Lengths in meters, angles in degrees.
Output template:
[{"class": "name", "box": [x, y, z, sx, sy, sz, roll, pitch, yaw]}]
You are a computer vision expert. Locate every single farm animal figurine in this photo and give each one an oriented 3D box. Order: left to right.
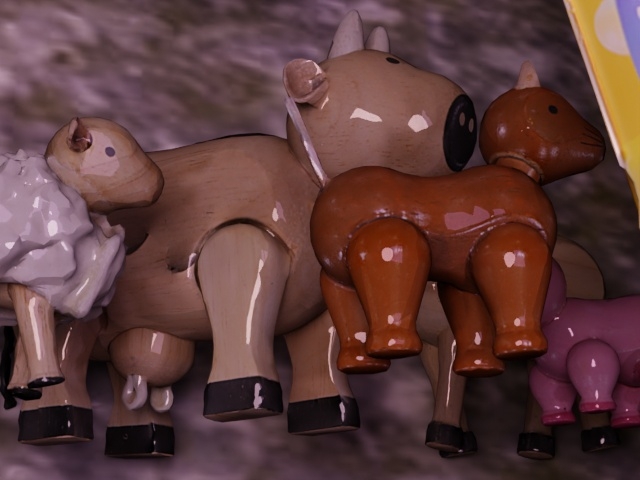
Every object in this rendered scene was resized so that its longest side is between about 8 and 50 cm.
[{"class": "farm animal figurine", "box": [0.000, 0.000, 0.696, 0.327, 0.330, 0.172, -6, 74, 10]}]

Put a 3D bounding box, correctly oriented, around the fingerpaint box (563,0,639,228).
[{"class": "fingerpaint box", "box": [0.223, -0.008, 0.632, 0.163, 0.371, 0.444, -19, 86, 15]}]
